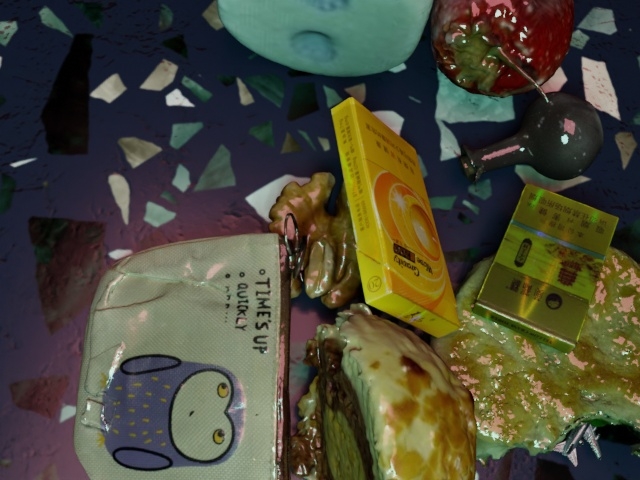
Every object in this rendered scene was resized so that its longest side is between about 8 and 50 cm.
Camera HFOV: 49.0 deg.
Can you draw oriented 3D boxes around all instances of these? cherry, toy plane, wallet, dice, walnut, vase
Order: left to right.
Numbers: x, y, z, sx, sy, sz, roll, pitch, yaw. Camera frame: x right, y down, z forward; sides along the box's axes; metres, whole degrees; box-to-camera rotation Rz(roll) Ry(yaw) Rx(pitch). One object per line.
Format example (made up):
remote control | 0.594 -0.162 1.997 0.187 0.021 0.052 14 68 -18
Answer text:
wallet | -0.145 0.138 0.796 0.275 0.068 0.335 -2 76 14
walnut | 0.000 0.000 0.882 0.143 0.069 0.170 15 74 -4
dice | 0.019 -0.388 0.898 0.265 0.262 0.268 12 73 -3
cherry | 0.253 -0.308 0.948 0.192 0.175 0.249 27 75 4
vase | 0.276 -0.125 0.937 0.183 0.120 0.120 -18 76 2
toy plane | 0.320 0.234 0.872 0.078 0.031 0.083 34 73 4

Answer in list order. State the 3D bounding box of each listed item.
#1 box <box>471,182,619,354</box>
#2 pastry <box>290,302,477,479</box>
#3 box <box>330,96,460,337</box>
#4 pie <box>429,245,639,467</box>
box | 0.274 0.029 0.852 0.121 0.030 0.193 23 61 13
pastry | 0.082 0.208 0.730 0.170 0.256 0.237 -7 29 -24
box | 0.088 -0.030 0.834 0.043 0.152 0.269 -30 54 29
pie | 0.306 0.134 0.858 0.371 0.078 0.296 2 65 -3
